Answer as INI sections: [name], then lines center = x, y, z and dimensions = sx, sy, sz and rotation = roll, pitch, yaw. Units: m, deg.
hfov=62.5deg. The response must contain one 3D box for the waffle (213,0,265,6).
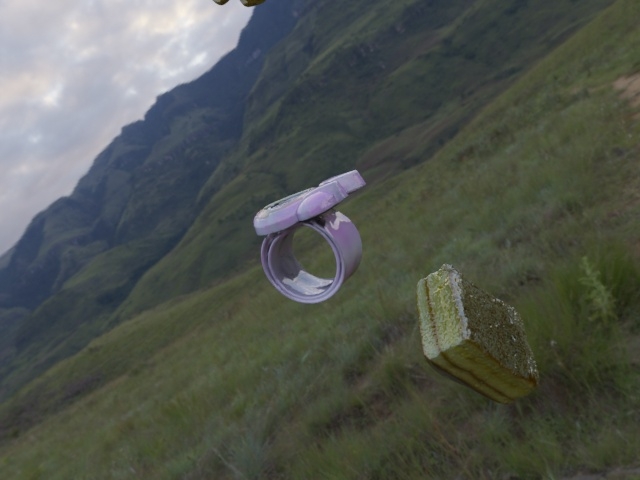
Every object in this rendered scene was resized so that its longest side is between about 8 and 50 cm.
[waffle]
center = -0.029, -0.345, 0.512
dimensions = 0.309, 0.065, 0.283
rotation = -29, -14, -8

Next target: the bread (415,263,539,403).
[bread]
center = 0.278, 0.175, 0.954
dimensions = 0.110, 0.234, 0.184
rotation = -39, 32, 32

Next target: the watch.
[watch]
center = 0.000, 0.000, 1.081
dimensions = 0.248, 0.217, 0.211
rotation = -18, 11, 30
